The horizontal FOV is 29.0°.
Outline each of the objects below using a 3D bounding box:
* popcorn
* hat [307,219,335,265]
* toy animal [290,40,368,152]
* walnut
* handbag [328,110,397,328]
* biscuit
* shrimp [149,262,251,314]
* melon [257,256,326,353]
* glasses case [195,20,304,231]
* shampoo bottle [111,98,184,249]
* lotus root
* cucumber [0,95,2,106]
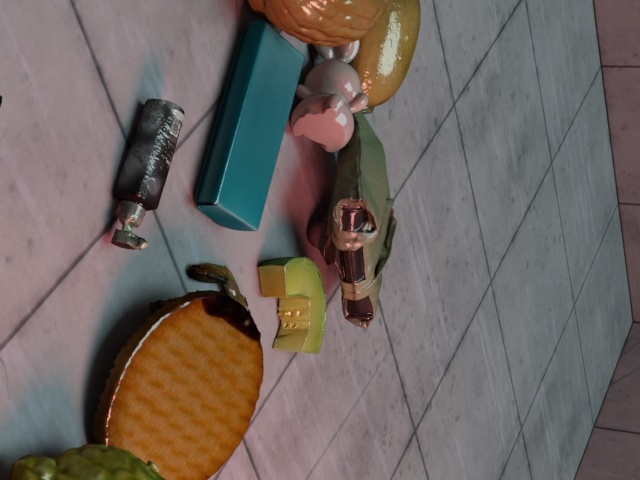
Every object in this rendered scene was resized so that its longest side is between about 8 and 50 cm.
[{"bbox_3d":[-0.288,0.364,1.511,0.251,0.206,0.237,33,77,-24],"label":"popcorn"},{"bbox_3d":[-0.002,0.003,2.122,0.058,0.042,0.087,62,26,-55],"label":"hat"},{"bbox_3d":[0.025,-0.257,2.073,0.124,0.124,0.212,59,38,-48],"label":"toy animal"},{"bbox_3d":[-0.005,-0.407,1.884,0.261,0.225,0.224,4,91,-55],"label":"walnut"},{"bbox_3d":[0.074,-0.036,2.132,0.253,0.109,0.315,-80,167,-51],"label":"handbag"},{"bbox_3d":[-0.195,0.221,1.740,0.318,0.040,0.317,-26,125,-44],"label":"biscuit"},{"bbox_3d":[-0.165,0.106,1.837,0.253,0.058,0.173,48,46,-54],"label":"shrimp"},{"bbox_3d":[-0.044,0.106,2.052,0.118,0.064,0.209,-44,134,-52],"label":"melon"},{"bbox_3d":[-0.113,-0.173,1.877,0.117,0.070,0.301,36,64,-51],"label":"glasses case"},{"bbox_3d":[-0.234,-0.087,1.661,0.057,0.064,0.207,33,66,-49],"label":"shampoo bottle"},{"bbox_3d":[0.104,-0.366,2.173,0.146,0.131,0.303,29,69,-61],"label":"lotus root"},{"bbox_3d":[-0.417,-0.212,1.309,0.052,0.058,0.214,-61,141,-28],"label":"cucumber"}]
